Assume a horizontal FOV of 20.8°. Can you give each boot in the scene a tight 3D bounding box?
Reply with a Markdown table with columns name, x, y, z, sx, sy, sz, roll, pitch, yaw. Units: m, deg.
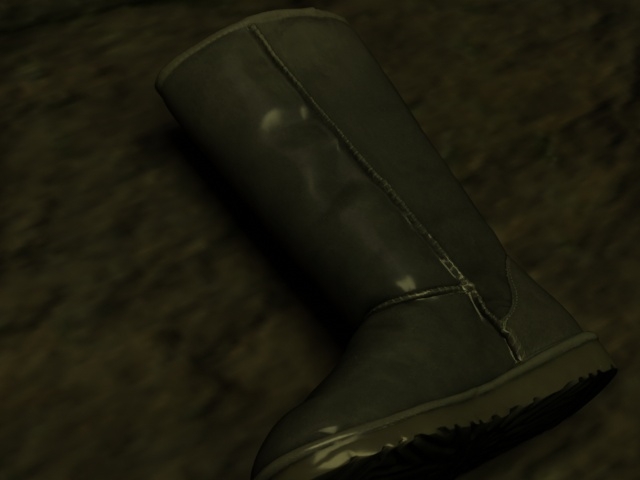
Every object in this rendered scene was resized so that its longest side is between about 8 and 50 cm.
| name | x | y | z | sx | sy | sz | roll | pitch | yaw |
| --- | --- | --- | --- | --- | --- | --- | --- | --- | --- |
| boot | -0.002 | 0.002 | 0.686 | 0.189 | 0.076 | 0.208 | -16 | 65 | -44 |
